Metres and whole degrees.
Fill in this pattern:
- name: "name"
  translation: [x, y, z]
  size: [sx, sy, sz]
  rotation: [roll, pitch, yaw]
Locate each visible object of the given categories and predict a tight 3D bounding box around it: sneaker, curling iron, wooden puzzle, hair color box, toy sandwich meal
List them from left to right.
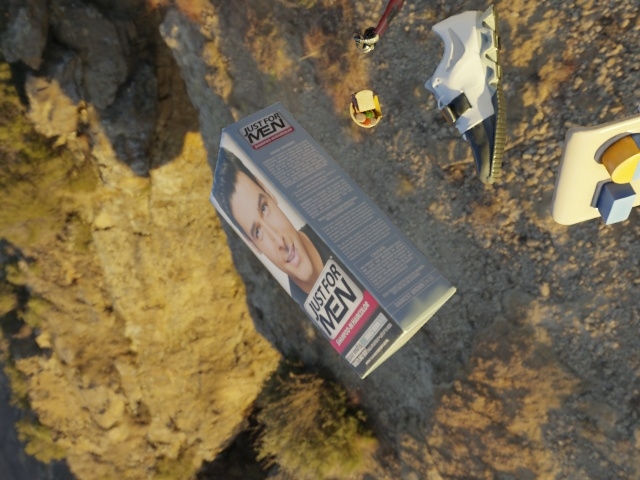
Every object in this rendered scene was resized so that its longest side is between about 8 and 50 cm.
- name: "hair color box"
  translation: [0.000, 0.000, 0.922]
  size: [0.374, 0.114, 0.185]
  rotation: [49, 148, 15]
- name: "toy sandwich meal"
  translation: [0.103, -0.298, 1.417]
  size: [0.085, 0.085, 0.029]
  rotation: [61, 157, -4]
- name: "curling iron"
  translation: [0.145, -0.497, 1.320]
  size: [0.068, 0.274, 0.035]
  rotation: [16, 155, 36]
- name: "sneaker"
  translation: [0.280, -0.271, 1.221]
  size: [0.146, 0.122, 0.330]
  rotation: [-4, 92, 23]
- name: "wooden puzzle"
  translation: [0.652, -0.140, 1.240]
  size: [0.322, 0.348, 0.080]
  rotation: [69, -170, -58]

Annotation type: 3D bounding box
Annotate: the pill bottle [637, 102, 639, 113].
- name: "pill bottle"
  translation: [0.804, -0.241, 1.431]
  size: [0.169, 0.169, 0.301]
  rotation: [23, 119, 47]
